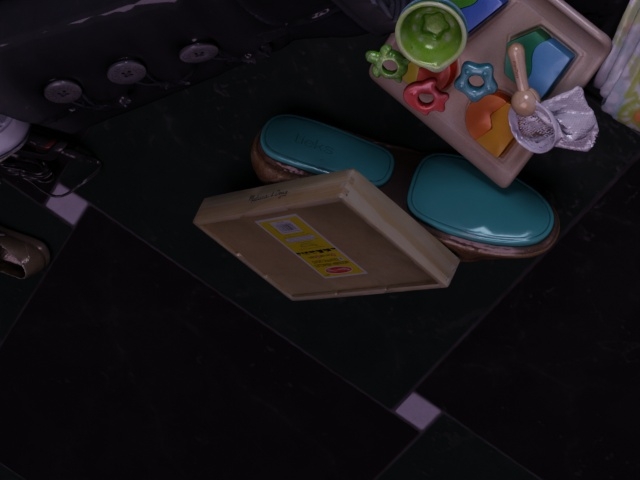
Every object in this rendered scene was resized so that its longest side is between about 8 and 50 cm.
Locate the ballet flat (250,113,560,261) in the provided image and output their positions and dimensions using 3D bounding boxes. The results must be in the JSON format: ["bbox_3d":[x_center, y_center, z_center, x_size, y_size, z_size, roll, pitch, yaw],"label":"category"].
[{"bbox_3d":[0.086,-0.037,1.464,0.342,0.116,0.124,16,146,9],"label":"ballet flat"}]

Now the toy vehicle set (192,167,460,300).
[{"bbox_3d":[0.000,0.000,1.462,0.166,0.035,0.267,40,152,-29],"label":"toy vehicle set"}]

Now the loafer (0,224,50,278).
[{"bbox_3d":[-0.412,0.009,1.692,0.148,0.050,0.056,13,125,11],"label":"loafer"}]

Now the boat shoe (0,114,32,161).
[{"bbox_3d":[-0.438,-0.101,1.561,0.302,0.109,0.094,-11,142,30],"label":"boat shoe"}]

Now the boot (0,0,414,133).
[{"bbox_3d":[-0.180,-0.255,1.303,0.445,0.146,0.367,-10,151,26],"label":"boot"}]

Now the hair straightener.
[{"bbox_3d":[-0.371,-0.106,1.613,0.230,0.047,0.089,15,126,4],"label":"hair straightener"}]

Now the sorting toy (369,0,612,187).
[{"bbox_3d":[0.160,-0.177,1.349,0.193,0.038,0.208,41,128,11],"label":"sorting toy"}]

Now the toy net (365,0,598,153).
[{"bbox_3d":[0.159,-0.137,1.299,0.232,0.045,0.122,34,123,-9],"label":"toy net"}]

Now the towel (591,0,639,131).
[{"bbox_3d":[0.471,-0.193,1.234,0.374,0.090,0.321,23,129,4],"label":"towel"}]
